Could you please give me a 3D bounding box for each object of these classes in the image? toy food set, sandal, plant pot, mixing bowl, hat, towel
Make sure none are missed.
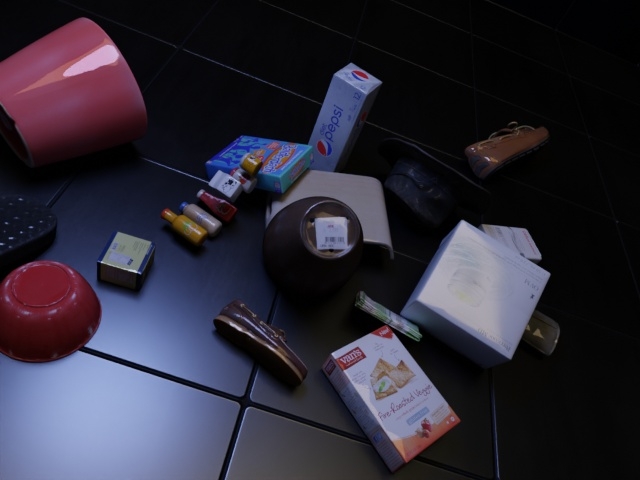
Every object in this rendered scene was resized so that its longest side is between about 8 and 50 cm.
[{"bbox_3d":[0.020,-0.059,1.257,0.306,0.092,0.220,5,49,-8],"label":"toy food set"},{"bbox_3d":[-0.638,0.055,0.862,0.167,0.107,0.445,36,34,11],"label":"sandal"},{"bbox_3d":[0.000,0.000,1.028,0.215,0.230,0.216,1,81,-9],"label":"plant pot"},{"bbox_3d":[-0.231,-0.102,1.140,0.104,0.111,0.232,34,82,7],"label":"toy food set"},{"bbox_3d":[-0.546,-0.292,1.098,0.243,0.275,0.275,-36,70,-29],"label":"plant pot"},{"bbox_3d":[-0.468,0.101,0.884,0.181,0.098,0.181,12,47,-13],"label":"mixing bowl"},{"bbox_3d":[0.264,-0.119,1.348,0.331,0.331,0.134,31,84,5],"label":"hat"},{"bbox_3d":[0.145,0.156,1.111,0.152,0.023,0.113,30,7,3],"label":"towel"}]

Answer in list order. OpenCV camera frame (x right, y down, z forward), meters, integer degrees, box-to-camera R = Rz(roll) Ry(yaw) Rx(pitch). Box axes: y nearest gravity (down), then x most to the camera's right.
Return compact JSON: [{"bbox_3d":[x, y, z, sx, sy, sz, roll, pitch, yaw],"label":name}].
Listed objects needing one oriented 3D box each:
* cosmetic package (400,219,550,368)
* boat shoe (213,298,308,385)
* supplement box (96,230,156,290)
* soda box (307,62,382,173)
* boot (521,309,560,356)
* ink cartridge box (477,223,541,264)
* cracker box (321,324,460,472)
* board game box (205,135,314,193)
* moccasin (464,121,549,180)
[{"bbox_3d":[0.335,0.119,1.143,0.224,0.138,0.225,32,69,6],"label":"cosmetic package"},{"bbox_3d":[-0.102,0.186,0.985,0.207,0.073,0.073,37,48,10],"label":"boat shoe"},{"bbox_3d":[-0.373,0.039,1.007,0.083,0.056,0.083,18,46,-8],"label":"supplement box"},{"bbox_3d":[0.048,-0.292,1.322,0.098,0.286,0.091,34,46,10],"label":"soda box"},{"bbox_3d":[0.477,0.156,1.264,0.208,0.076,0.190,23,59,6],"label":"boot"},{"bbox_3d":[0.495,0.020,1.398,0.150,0.063,0.109,5,49,-20],"label":"ink cartridge box"},{"bbox_3d":[0.132,0.292,0.997,0.155,0.067,0.232,-20,60,-36],"label":"cracker box"},{"bbox_3d":[-0.144,-0.188,1.256,0.210,0.047,0.160,13,40,23],"label":"board game box"},{"bbox_3d":[0.608,-0.309,1.701,0.380,0.139,0.147,-26,73,-28],"label":"moccasin"}]
